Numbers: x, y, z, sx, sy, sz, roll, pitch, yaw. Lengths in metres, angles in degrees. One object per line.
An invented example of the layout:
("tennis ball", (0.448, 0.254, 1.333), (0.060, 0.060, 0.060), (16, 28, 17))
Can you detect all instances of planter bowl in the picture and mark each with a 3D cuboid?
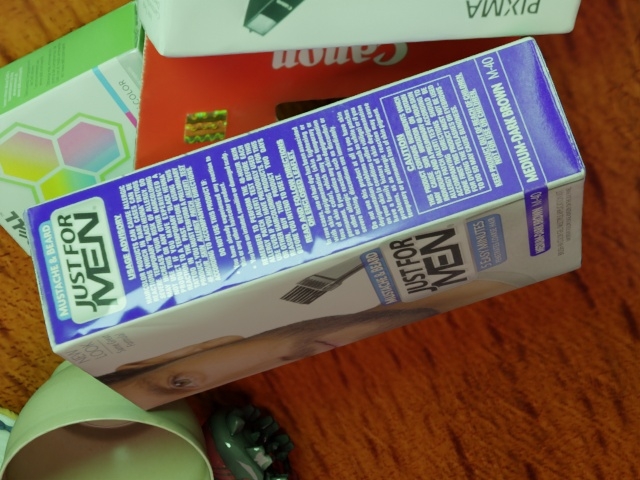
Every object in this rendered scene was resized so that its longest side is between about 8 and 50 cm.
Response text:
("planter bowl", (-0.168, 0.155, 1.010), (0.162, 0.109, 0.162), (-5, 130, -6))

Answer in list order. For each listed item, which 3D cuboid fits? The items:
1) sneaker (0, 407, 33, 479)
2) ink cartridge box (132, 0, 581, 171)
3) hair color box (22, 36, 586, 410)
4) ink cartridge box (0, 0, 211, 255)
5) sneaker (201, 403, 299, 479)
("sneaker", (-0.366, 0.174, 0.983), (0.296, 0.131, 0.112), (11, 129, -16))
("ink cartridge box", (0.027, -0.136, 0.780), (0.275, 0.060, 0.239), (-7, 128, -22))
("hair color box", (0.000, 0.000, 0.856), (0.339, 0.110, 0.185), (-17, 159, 5))
("ink cartridge box", (-0.183, -0.061, 0.854), (0.209, 0.062, 0.109), (-24, 131, 12))
("sneaker", (-0.063, 0.251, 1.116), (0.135, 0.097, 0.276), (-19, 132, 4))
